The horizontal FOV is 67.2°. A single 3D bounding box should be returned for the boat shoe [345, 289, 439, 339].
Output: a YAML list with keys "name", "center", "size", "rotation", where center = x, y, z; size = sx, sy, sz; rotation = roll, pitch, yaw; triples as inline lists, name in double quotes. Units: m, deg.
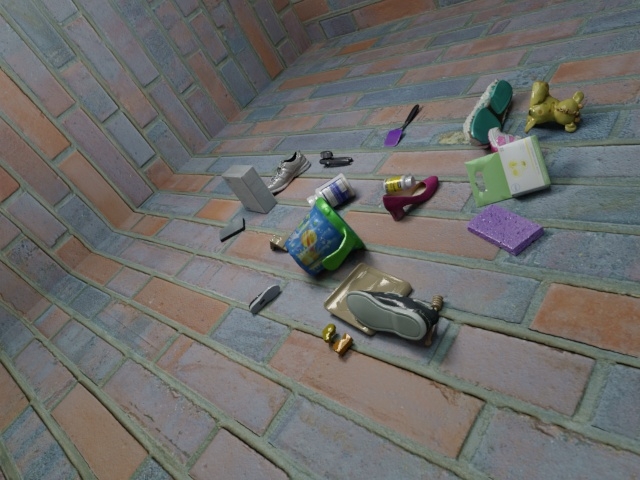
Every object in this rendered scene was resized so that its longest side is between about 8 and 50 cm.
- name: "boat shoe"
  center: [0.200, 0.203, 1.389]
  size: [0.091, 0.114, 0.302]
  rotation: [-24, 29, -35]

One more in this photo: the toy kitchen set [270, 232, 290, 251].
- name: "toy kitchen set"
  center: [-0.159, 0.012, 2.026]
  size: [0.083, 0.075, 0.068]
  rotation: [29, 64, 10]

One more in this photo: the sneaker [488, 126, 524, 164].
- name: "sneaker"
  center: [0.668, -0.319, 1.694]
  size: [0.111, 0.103, 0.252]
  rotation: [-21, 43, 17]

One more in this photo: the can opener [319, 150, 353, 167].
- name: "can opener"
  center: [0.070, -0.384, 2.314]
  size: [0.186, 0.073, 0.059]
  rotation: [14, 47, 37]

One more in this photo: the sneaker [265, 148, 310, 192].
- name: "sneaker"
  center: [-0.189, -0.349, 2.433]
  size: [0.281, 0.115, 0.105]
  rotation: [-43, 34, -13]

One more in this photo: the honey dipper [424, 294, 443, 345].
- name: "honey dipper"
  center: [0.316, 0.225, 1.356]
  size: [0.030, 0.030, 0.161]
  rotation: [-5, 46, 36]

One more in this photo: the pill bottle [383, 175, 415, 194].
- name: "pill bottle"
  center: [0.311, -0.220, 1.890]
  size: [0.116, 0.065, 0.065]
  rotation: [-7, 41, 34]

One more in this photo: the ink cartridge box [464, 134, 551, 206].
- name: "ink cartridge box"
  center: [0.604, -0.222, 1.572]
  size: [0.235, 0.056, 0.171]
  rotation: [-16, 77, 22]

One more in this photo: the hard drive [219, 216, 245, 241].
- name: "hard drive"
  center: [-0.430, -0.053, 2.346]
  size: [0.135, 0.022, 0.094]
  rotation: [-29, 34, 8]

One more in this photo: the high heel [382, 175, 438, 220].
- name: "high heel"
  center: [0.333, -0.188, 1.782]
  size: [0.244, 0.117, 0.082]
  rotation: [-38, 33, -7]

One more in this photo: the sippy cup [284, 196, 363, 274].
- name: "sippy cup"
  center: [0.000, 0.000, 1.753]
  size: [0.224, 0.240, 0.305]
  rotation: [-43, -6, 5]

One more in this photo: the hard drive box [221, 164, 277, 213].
- name: "hard drive box"
  center: [-0.342, -0.249, 2.330]
  size: [0.181, 0.232, 0.089]
  rotation: [13, 54, 47]

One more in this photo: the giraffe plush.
- name: "giraffe plush"
  center: [0.827, -0.465, 1.700]
  size: [0.170, 0.182, 0.210]
  rotation: [11, 39, 20]

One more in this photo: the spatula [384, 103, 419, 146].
- name: "spatula"
  center: [0.391, -0.547, 2.270]
  size: [0.084, 0.030, 0.296]
  rotation: [7, 51, 48]

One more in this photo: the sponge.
- name: "sponge"
  center: [0.560, -0.037, 1.478]
  size: [0.117, 0.031, 0.210]
  rotation: [-38, 33, -6]

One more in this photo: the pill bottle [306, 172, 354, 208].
- name: "pill bottle"
  center: [0.041, -0.191, 2.042]
  size: [0.186, 0.112, 0.112]
  rotation: [-32, 33, 2]

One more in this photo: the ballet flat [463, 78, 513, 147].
- name: "ballet flat"
  center: [0.650, -0.479, 1.907]
  size: [0.147, 0.147, 0.409]
  rotation: [3, 45, 43]

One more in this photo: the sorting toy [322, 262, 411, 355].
- name: "sorting toy"
  center: [0.118, 0.217, 1.529]
  size: [0.307, 0.041, 0.229]
  rotation: [-46, 39, -17]

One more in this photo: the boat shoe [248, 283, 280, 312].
- name: "boat shoe"
  center: [-0.213, 0.212, 1.802]
  size: [0.142, 0.049, 0.040]
  rotation: [-42, 34, -9]
